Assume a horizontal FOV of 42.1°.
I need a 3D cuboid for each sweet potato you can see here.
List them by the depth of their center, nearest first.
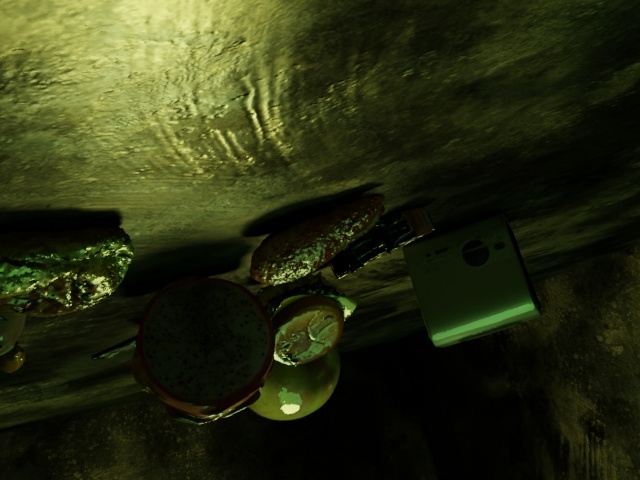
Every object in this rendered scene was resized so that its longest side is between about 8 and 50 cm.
[{"bbox_3d":[-0.672,0.261,1.805,0.056,0.056,0.195,-10,171,-26],"label":"sweet potato"}]

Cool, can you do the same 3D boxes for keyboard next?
[{"bbox_3d":[-0.513,0.279,2.171,0.204,0.013,0.061,-25,164,35],"label":"keyboard"}]

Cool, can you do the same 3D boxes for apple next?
[{"bbox_3d":[-0.108,0.324,2.224,0.277,0.319,0.319,-23,167,41],"label":"apple"}]

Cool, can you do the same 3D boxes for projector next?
[{"bbox_3d":[0.359,0.096,1.952,0.249,0.248,0.248,-20,167,15],"label":"projector"}]

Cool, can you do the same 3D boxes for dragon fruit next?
[{"bbox_3d":[-0.223,0.220,1.633,0.291,0.290,0.189,-13,163,-15],"label":"dragon fruit"}]

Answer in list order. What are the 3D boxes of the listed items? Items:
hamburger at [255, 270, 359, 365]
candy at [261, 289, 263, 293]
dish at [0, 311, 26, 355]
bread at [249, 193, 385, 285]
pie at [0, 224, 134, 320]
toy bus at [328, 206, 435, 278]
[{"bbox_3d":[-0.054,0.179,1.898,0.243,0.138,0.261,10,122,-36],"label":"hamburger"},{"bbox_3d":[-0.071,0.138,2.057,0.094,0.051,0.226,-10,169,23],"label":"candy"},{"bbox_3d":[-0.575,0.151,1.346,0.213,0.090,0.213,-15,168,-3],"label":"dish"},{"bbox_3d":[-0.004,0.001,1.432,0.269,0.095,0.139,-22,174,7],"label":"bread"},{"bbox_3d":[-0.419,0.055,1.146,0.308,0.085,0.308,-15,167,-3],"label":"pie"},{"bbox_3d":[0.116,0.005,1.660,0.096,0.073,0.235,-14,169,-45],"label":"toy bus"}]
